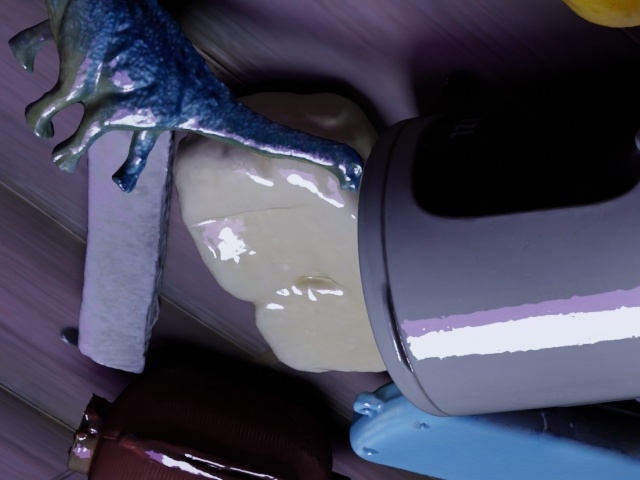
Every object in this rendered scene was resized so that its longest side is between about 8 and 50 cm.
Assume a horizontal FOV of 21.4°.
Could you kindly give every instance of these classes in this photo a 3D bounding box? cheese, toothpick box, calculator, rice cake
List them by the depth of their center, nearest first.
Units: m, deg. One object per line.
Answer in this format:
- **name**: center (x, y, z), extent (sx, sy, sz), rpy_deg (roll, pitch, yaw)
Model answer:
- **toothpick box**: center (0.205, 0.012, 1.120), extent (0.316, 0.229, 0.229), rpy_deg (-7, 136, 24)
- **cheese**: center (0.000, -0.001, 1.269), extent (0.159, 0.093, 0.263), rpy_deg (-13, 132, 25)
- **rice cake**: center (-0.149, -0.022, 1.319), extent (0.072, 0.056, 0.365), rpy_deg (9, 140, -1)
- **calculator**: center (0.159, 0.165, 1.392), extent (0.293, 0.051, 0.173), rpy_deg (15, 155, -20)

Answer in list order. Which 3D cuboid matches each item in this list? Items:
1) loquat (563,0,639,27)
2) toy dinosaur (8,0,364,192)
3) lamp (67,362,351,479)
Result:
- **loquat**: center (0.181, -0.190, 0.976), extent (0.137, 0.113, 0.137), rpy_deg (1, 120, 1)
- **toy dinosaur**: center (-0.139, -0.125, 1.133), extent (0.147, 0.076, 0.363), rpy_deg (-42, 100, 20)
- **lamp**: center (-0.092, 0.206, 1.474), extent (0.258, 0.180, 0.180), rpy_deg (18, 141, -2)
